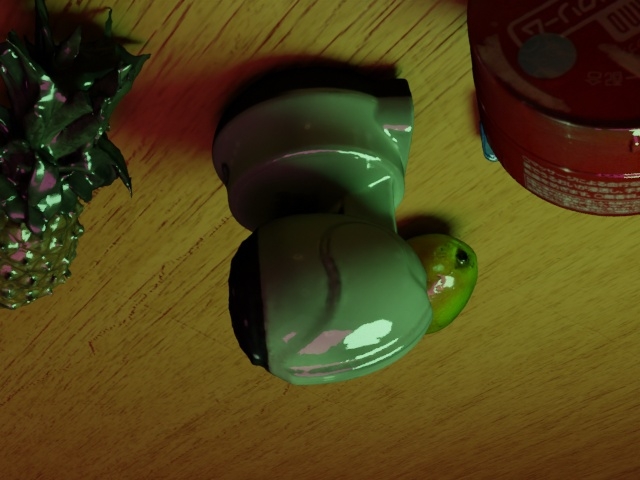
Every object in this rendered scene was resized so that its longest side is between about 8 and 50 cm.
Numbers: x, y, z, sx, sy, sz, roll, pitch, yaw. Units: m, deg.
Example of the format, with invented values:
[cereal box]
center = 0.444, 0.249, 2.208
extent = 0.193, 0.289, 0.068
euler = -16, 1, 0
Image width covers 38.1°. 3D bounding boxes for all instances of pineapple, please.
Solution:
[pineapple]
center = -0.249, -0.067, 0.831
extent = 0.165, 0.166, 0.364
euler = 12, 144, -29

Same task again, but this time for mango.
[mango]
center = 0.121, 0.062, 1.172
extent = 0.125, 0.111, 0.233
euler = 14, 160, -10

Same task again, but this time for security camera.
[security camera]
center = 0.000, 0.000, 0.861
extent = 0.191, 0.277, 0.197
euler = -4, 151, -6

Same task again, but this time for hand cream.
[hand cream]
center = 0.226, -0.140, 0.706
extent = 0.230, 0.230, 0.149
euler = -12, 151, 11

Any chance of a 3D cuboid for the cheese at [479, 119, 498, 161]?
[cheese]
center = 0.301, -0.120, 0.910
extent = 0.285, 0.074, 0.189
euler = -8, 150, 11
